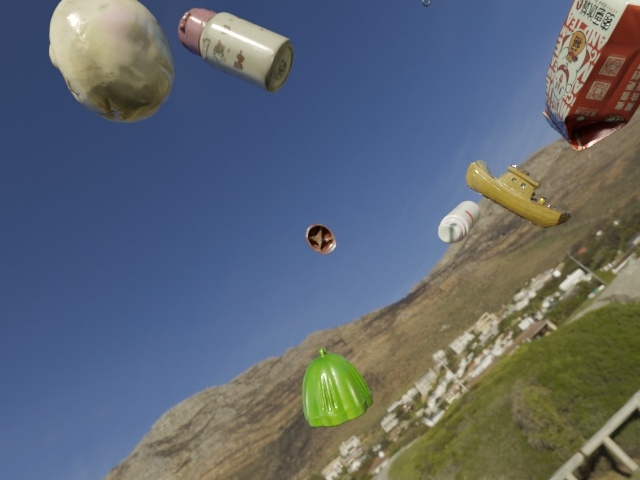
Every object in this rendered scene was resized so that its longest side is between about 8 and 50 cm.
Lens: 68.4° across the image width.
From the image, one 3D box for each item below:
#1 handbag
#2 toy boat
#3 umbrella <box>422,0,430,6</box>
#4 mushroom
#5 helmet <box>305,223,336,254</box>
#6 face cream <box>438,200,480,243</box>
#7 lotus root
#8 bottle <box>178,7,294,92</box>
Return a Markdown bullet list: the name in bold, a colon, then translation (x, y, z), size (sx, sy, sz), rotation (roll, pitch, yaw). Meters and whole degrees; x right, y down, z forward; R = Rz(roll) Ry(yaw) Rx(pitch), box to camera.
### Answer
- **handbag**: translation (0.552, -0.339, 0.939), size (0.150, 0.171, 0.298), rotation (3, -48, -7)
- **toy boat**: translation (0.585, -0.148, 1.394), size (0.089, 0.321, 0.122), rotation (-12, -47, -62)
- **umbrella**: translation (0.389, -0.945, 1.627), size (0.044, 0.044, 0.269), rotation (7, -83, -5)
- **mushroom**: translation (-0.517, -0.479, 1.186), size (0.314, 0.356, 0.315), rotation (-21, -32, -14)
- **helmet**: translation (0.000, 0.000, 1.602), size (0.089, 0.111, 0.057), rotation (-41, -7, -10)
- **face cream**: translation (0.505, -0.064, 1.717), size (0.345, 0.102, 0.102), rotation (-32, -25, -57)
- **lotus root**: translation (0.026, 0.350, 1.186), size (0.186, 0.186, 0.186), rotation (-28, -33, -21)
- **bottle**: translation (-0.176, -0.390, 0.947), size (0.110, 0.233, 0.110), rotation (-59, -12, -21)
